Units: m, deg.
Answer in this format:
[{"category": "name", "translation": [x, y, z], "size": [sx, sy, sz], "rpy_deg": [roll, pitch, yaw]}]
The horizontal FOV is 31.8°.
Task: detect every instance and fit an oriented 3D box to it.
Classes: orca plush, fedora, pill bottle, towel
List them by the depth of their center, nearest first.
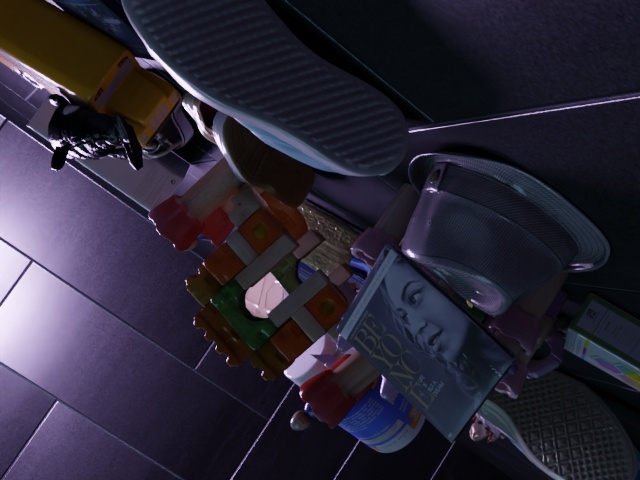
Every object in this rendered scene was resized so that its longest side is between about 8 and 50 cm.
[{"category": "fedora", "translation": [0.192, 0.006, 1.331], "size": [0.244, 0.124, 0.275], "rpy_deg": [38, 169, -27]}, {"category": "orca plush", "translation": [-0.357, -0.134, 1.707], "size": [0.287, 0.102, 0.151], "rpy_deg": [22, 163, 47]}, {"category": "towel", "translation": [0.000, 0.000, 2.016], "size": [0.148, 0.110, 0.027], "rpy_deg": [29, -157, 24]}, {"category": "pill bottle", "translation": [0.062, 0.276, 2.121], "size": [0.272, 0.152, 0.152], "rpy_deg": [39, 169, -30]}]

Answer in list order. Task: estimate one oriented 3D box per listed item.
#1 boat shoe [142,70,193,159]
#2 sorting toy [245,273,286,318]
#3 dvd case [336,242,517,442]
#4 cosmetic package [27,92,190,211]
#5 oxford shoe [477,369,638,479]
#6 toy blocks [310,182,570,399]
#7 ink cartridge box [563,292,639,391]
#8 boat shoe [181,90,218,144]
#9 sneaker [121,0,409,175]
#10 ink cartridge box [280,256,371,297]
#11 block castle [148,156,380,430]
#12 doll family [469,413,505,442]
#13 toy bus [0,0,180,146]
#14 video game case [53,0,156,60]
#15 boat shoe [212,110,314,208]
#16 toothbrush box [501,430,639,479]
[{"category": "boat shoe", "translation": [-0.294, -0.198, 1.971], "size": [0.113, 0.105, 0.306], "rpy_deg": [34, 170, -3]}, {"category": "sorting toy", "translation": [-0.094, 0.078, 2.360], "size": [0.038, 0.208, 0.193], "rpy_deg": [28, 175, -31]}, {"category": "dvd case", "translation": [0.131, 0.132, 1.455], "size": [0.221, 0.164, 0.018], "rpy_deg": [44, -143, 21]}, {"category": "cosmetic package", "translation": [-0.401, -0.183, 2.204], "size": [0.284, 0.097, 0.377], "rpy_deg": [38, -177, -8]}, {"category": "oxford shoe", "translation": [0.396, 0.313, 2.048], "size": [0.449, 0.169, 0.130], "rpy_deg": [35, 170, 40]}, {"category": "toy blocks", "translation": [0.176, 0.131, 1.590], "size": [0.289, 0.260, 0.309], "rpy_deg": [30, 169, 21]}, {"category": "ink cartridge box", "translation": [0.428, 0.157, 1.480], "size": [0.209, 0.062, 0.109], "rpy_deg": [30, 169, 17]}, {"category": "boat shoe", "translation": [-0.168, -0.187, 1.778], "size": [0.045, 0.050, 0.135], "rpy_deg": [32, 172, 43]}, {"category": "sneaker", "translation": [-0.078, -0.181, 1.276], "size": [0.366, 0.135, 0.150], "rpy_deg": [37, 167, -15]}, {"category": "ink cartridge box", "translation": [0.080, 0.125, 2.191], "size": [0.270, 0.151, 0.395], "rpy_deg": [30, 171, 12]}, {"category": "block castle", "translation": [-0.072, 0.091, 1.864], "size": [0.453, 0.213, 0.303], "rpy_deg": [49, -172, 5]}, {"category": "doll family", "translation": [0.278, 0.304, 2.305], "size": [0.263, 0.163, 0.118], "rpy_deg": [45, 173, -14]}, {"category": "toy bus", "translation": [-0.383, -0.277, 1.738], "size": [0.333, 0.108, 0.130], "rpy_deg": [31, 169, 16]}, {"category": "video game case", "translation": [-0.356, -0.359, 1.637], "size": [0.274, 0.026, 0.196], "rpy_deg": [40, 169, -35]}, {"category": "boat shoe", "translation": [-0.106, -0.132, 1.705], "size": [0.096, 0.098, 0.277], "rpy_deg": [27, 170, 29]}, {"category": "toothbrush box", "translation": [0.506, 0.409, 2.262], "size": [0.216, 0.126, 0.295], "rpy_deg": [26, 166, 39]}]
